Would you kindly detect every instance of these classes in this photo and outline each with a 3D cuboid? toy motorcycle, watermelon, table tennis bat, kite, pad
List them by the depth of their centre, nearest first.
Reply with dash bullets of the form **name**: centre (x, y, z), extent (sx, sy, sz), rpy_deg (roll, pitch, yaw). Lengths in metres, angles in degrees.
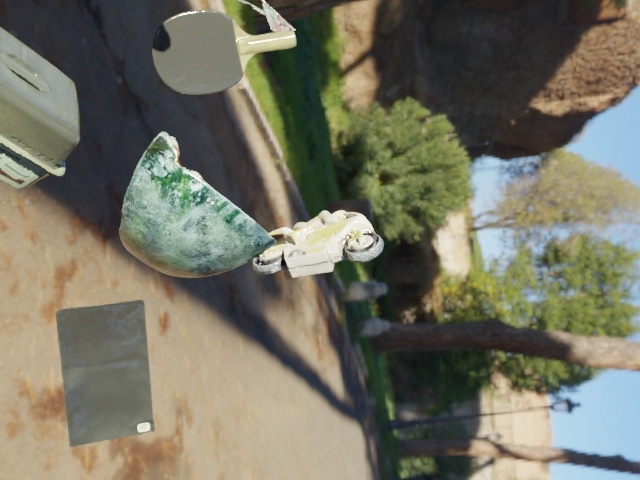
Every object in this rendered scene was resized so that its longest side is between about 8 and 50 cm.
- **pad**: centre (-0.287, 0.179, 1.045), extent (0.004, 0.116, 0.193), rpy_deg (-155, -119, -67)
- **table tennis bat**: centre (-0.161, -0.325, 1.314), extent (0.022, 0.246, 0.138), rpy_deg (-156, -126, -71)
- **watermelon**: centre (-0.216, -0.062, 1.444), extent (0.214, 0.289, 0.320), rpy_deg (-77, 180, -52)
- **kite**: centre (-0.109, -0.466, 1.604), extent (0.156, 0.011, 0.139), rpy_deg (19, 36, -38)
- **toy motorcycle**: centre (0.000, 0.000, 1.908), extent (0.223, 0.340, 0.108), rpy_deg (-71, 146, -53)

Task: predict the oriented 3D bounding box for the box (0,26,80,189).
- **box**: centre (-0.555, -0.239, 1.314), extent (0.290, 0.166, 0.221), rpy_deg (37, 27, -47)
